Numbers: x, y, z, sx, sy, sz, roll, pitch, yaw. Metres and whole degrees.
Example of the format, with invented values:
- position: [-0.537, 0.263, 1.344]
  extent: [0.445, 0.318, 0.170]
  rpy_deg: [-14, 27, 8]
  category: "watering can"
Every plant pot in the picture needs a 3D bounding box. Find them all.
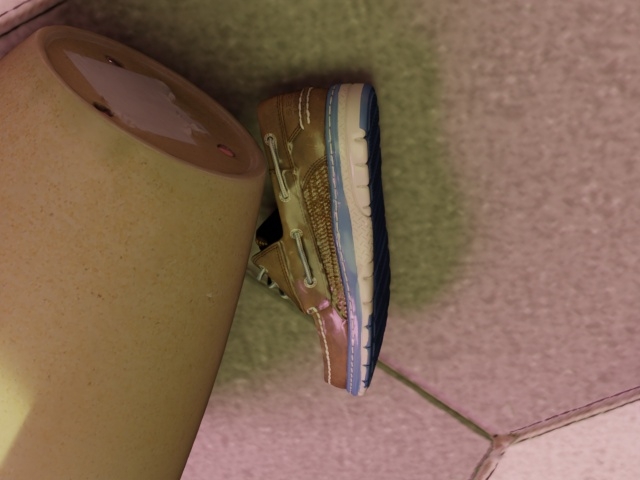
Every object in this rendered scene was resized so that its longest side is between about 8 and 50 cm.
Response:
- position: [-0.152, 0.040, 0.742]
  extent: [0.256, 0.256, 0.274]
  rpy_deg: [28, 110, -15]
  category: "plant pot"

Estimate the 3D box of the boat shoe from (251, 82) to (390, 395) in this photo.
- position: [0.000, 0.000, 0.790]
  extent: [0.066, 0.066, 0.183]
  rpy_deg: [3, 118, 11]
  category: "boat shoe"
